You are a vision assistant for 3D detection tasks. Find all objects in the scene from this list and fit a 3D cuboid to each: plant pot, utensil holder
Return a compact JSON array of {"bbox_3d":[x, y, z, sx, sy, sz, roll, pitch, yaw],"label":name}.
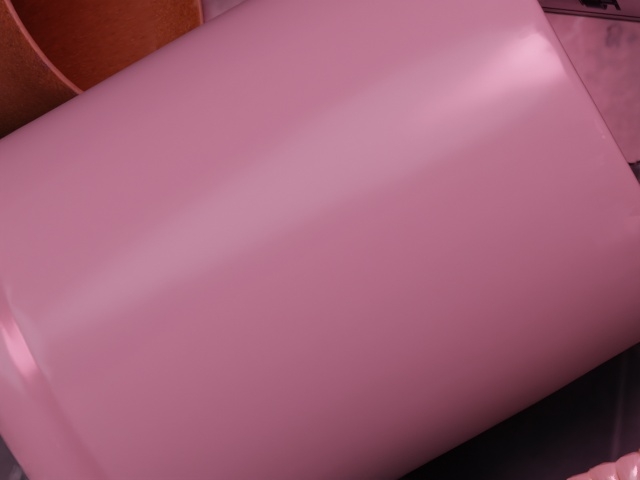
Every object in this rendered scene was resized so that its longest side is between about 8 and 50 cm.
[{"bbox_3d":[-0.259,-0.163,1.394,0.254,0.237,0.237,-21,64,33],"label":"plant pot"},{"bbox_3d":[0.000,0.000,1.153,0.385,0.327,0.327,-29,64,10],"label":"utensil holder"}]

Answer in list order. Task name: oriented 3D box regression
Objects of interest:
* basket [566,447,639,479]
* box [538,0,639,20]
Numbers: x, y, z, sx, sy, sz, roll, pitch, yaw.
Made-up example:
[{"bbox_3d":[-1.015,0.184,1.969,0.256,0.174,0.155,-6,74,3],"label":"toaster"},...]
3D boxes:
[{"bbox_3d":[0.234,0.280,0.955,0.266,0.328,0.331,-20,66,18],"label":"basket"},{"bbox_3d":[0.132,-0.235,1.268,0.290,0.169,0.087,10,74,27],"label":"box"}]
